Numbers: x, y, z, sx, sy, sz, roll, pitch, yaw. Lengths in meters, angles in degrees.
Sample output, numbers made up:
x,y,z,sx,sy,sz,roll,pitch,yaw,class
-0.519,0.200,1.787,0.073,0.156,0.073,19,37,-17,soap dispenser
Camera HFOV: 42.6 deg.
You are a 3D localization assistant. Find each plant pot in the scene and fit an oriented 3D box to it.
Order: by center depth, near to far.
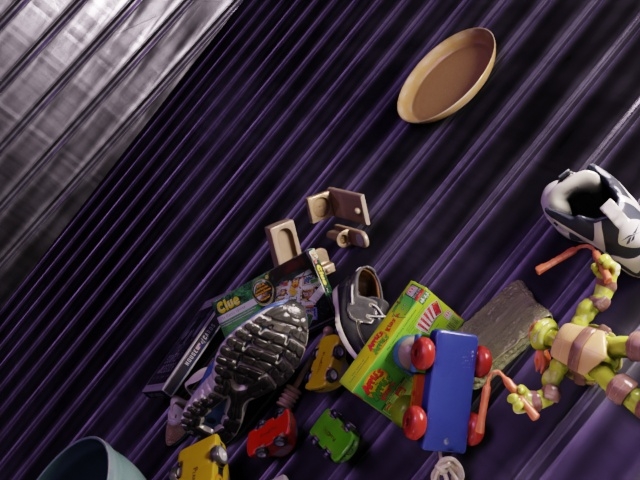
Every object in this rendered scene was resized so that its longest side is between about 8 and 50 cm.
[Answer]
x,y,z,sx,sy,sz,roll,pitch,yaw,class
-0.374,0.506,1.379,0.293,0.196,0.293,-35,32,26,plant pot
0.252,-0.317,1.612,0.236,0.032,0.236,-36,32,27,plant pot

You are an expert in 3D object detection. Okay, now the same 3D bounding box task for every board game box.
x,y,z,sx,sy,sz,roll,pitch,yaw,class
0.119,0.160,1.192,0.181,0.092,0.043,-54,28,-5,board game box
-0.085,0.126,1.498,0.259,0.136,0.030,-28,-8,34,board game box

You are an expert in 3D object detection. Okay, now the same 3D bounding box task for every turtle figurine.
x,y,z,sx,sy,sz,roll,pitch,yaw,class
0.310,0.144,0.951,0.270,0.087,0.217,-56,36,-8,turtle figurine

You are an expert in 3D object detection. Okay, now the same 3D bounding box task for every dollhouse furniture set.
x,y,z,sx,sy,sz,roll,pitch,yaw,class
0.000,0.000,1.489,0.151,0.144,0.123,-22,19,-25,dollhouse furniture set

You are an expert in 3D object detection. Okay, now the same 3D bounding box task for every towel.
x,y,z,sx,sy,sz,roll,pitch,yaw,class
0.242,0.128,1.124,0.148,0.027,0.110,-46,29,12,towel

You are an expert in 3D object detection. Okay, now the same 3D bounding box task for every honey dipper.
x,y,z,sx,sy,sz,roll,pitch,yaw,class
-0.022,0.215,1.396,0.030,0.030,0.161,1,53,55,honey dipper

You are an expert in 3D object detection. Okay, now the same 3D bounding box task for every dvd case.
x,y,z,sx,sy,sz,roll,pitch,yaw,class
-0.265,0.213,1.664,0.239,0.029,0.179,-56,14,-24,dvd case

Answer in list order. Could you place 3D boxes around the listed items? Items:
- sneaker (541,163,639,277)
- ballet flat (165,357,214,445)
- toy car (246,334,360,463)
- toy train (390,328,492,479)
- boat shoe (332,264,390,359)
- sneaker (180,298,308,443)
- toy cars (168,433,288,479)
x,y,z,sx,sy,sz,roll,pitch,yaw,class
0.338,-0.056,1.069,0.094,0.153,0.235,-43,30,11,sneaker
-0.244,0.301,1.564,0.206,0.067,0.073,-50,30,3,ballet flat
0.002,0.279,1.261,0.239,0.053,0.225,-53,29,-3,toy car
0.138,0.242,1.087,0.143,0.105,0.248,169,110,-69,toy train
0.073,0.124,1.307,0.079,0.084,0.233,-41,28,18,boat shoe
-0.131,0.206,1.424,0.330,0.129,0.147,-49,15,30,sneaker
-0.122,0.424,1.239,0.176,0.087,0.393,-50,31,-20,toy cars
